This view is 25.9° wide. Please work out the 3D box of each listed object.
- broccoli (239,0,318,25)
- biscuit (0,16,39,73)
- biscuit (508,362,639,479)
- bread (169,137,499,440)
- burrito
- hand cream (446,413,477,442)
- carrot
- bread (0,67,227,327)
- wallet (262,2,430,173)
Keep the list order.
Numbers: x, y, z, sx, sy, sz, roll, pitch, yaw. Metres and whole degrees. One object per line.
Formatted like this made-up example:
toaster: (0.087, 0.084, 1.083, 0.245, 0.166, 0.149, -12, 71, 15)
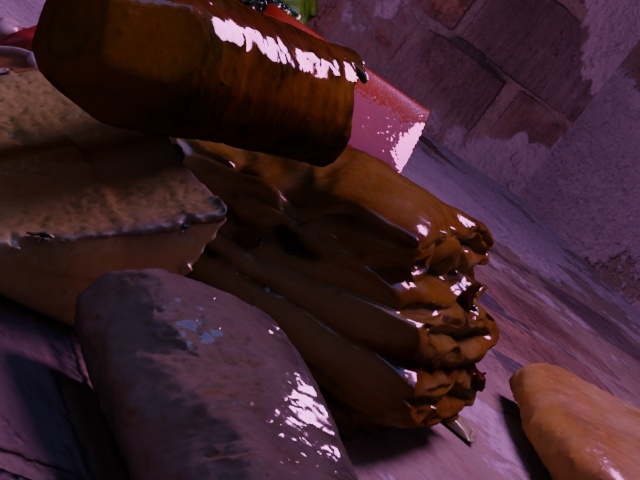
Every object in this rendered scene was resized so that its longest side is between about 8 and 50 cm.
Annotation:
broccoli: (-0.089, -0.223, 1.639, 0.297, 0.297, 0.297, 14, -26, 7)
biscuit: (-0.206, -0.168, 1.239, 0.216, 0.047, 0.340, 19, 29, 39)
biscuit: (0.395, 0.292, 1.487, 0.429, 0.104, 0.446, 37, 10, -3)
bread: (0.000, 0.000, 1.242, 0.370, 0.191, 0.314, 39, 12, 16)
burrito: (-0.046, 0.129, 0.803, 0.143, 0.105, 0.299, 25, 18, -34)
hand cream: (0.115, 0.162, 1.376, 0.102, 0.022, 0.035, 43, 11, 3)
carrot: (-0.073, -0.121, 1.013, 0.114, 0.114, 0.302, 44, 20, 31)
bread: (-0.205, -0.060, 0.973, 0.178, 0.135, 0.240, 29, 15, -46)
wallet: (0.004, -0.141, 1.393, 0.204, 0.045, 0.142, 34, 44, -7)
